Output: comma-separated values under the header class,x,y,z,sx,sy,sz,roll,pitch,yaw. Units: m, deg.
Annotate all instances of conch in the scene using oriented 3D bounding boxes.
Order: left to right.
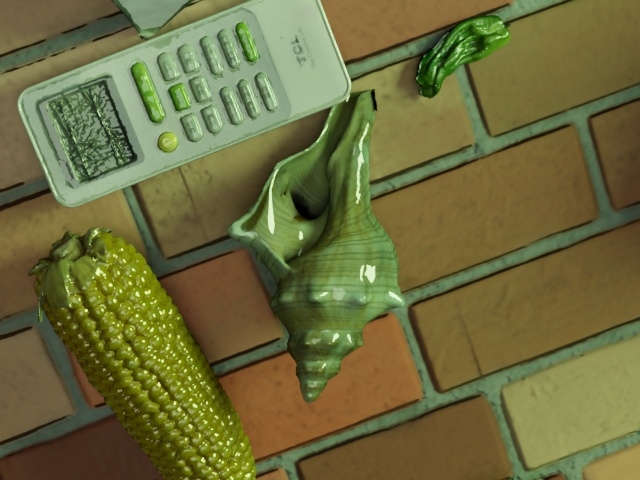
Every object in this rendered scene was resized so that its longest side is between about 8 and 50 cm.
class,x,y,z,sx,sy,sz,roll,pitch,yaw
conch,-0.007,0.009,0.972,0.137,0.114,0.234,-8,70,-15

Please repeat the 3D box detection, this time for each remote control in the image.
class,x,y,z,sx,sy,sz,roll,pitch,yaw
remote control,-0.105,-0.114,0.952,0.250,0.034,0.103,-20,96,0

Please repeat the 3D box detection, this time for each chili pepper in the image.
class,x,y,z,sx,sy,sz,roll,pitch,yaw
chili pepper,0.112,-0.151,0.976,0.091,0.030,0.034,-35,131,5

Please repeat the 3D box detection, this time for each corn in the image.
class,x,y,z,sx,sy,sz,roll,pitch,yaw
corn,-0.137,0.107,0.983,0.091,0.091,0.260,-29,109,-1

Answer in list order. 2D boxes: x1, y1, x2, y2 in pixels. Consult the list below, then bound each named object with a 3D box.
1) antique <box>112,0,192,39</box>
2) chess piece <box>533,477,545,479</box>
class,x,y,z,sx,sy,sz,roll,pitch,yaw
antique,-0.156,-0.247,0.891,0.088,0.086,0.183,-39,105,4
chess piece,0.090,0.289,1.049,0.271,0.139,0.139,-32,106,-8
